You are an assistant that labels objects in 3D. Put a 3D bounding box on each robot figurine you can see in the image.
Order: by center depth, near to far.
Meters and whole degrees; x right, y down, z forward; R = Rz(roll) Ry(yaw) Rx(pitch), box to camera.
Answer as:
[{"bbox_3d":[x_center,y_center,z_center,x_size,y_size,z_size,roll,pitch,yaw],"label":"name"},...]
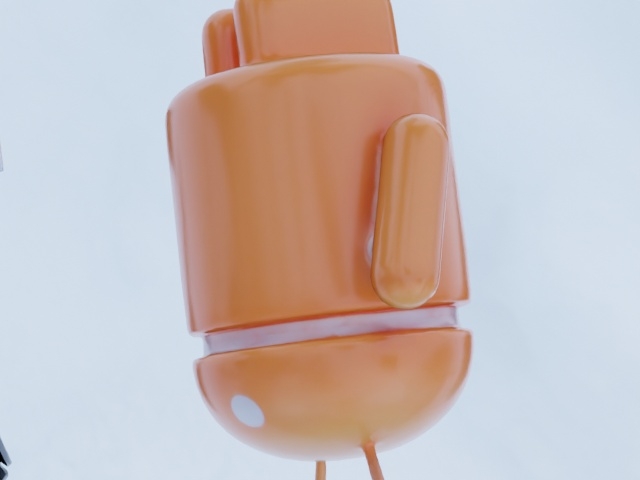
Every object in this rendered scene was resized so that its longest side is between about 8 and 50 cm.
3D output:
[{"bbox_3d":[0.000,0.000,0.741,0.158,0.128,0.219,-9,84,28],"label":"robot figurine"}]

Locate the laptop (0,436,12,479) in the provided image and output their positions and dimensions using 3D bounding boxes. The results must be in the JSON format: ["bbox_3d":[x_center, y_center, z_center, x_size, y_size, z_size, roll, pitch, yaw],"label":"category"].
[{"bbox_3d":[-0.320,0.110,1.029,0.234,0.136,0.264,36,106,14],"label":"laptop"}]

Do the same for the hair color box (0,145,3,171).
[{"bbox_3d":[-0.306,-0.082,1.155,0.167,0.053,0.093,-7,91,-25],"label":"hair color box"}]
